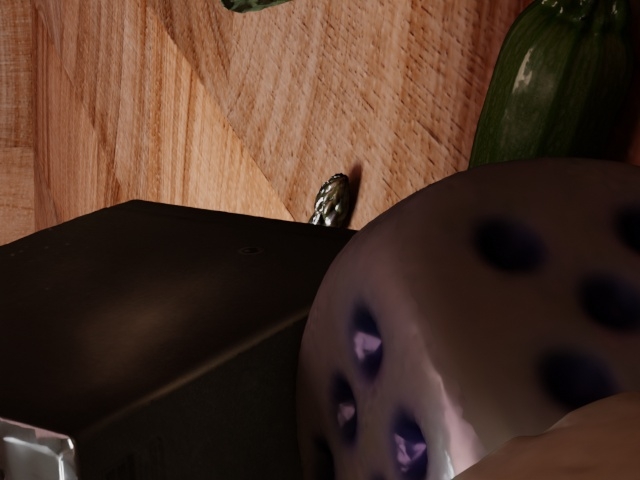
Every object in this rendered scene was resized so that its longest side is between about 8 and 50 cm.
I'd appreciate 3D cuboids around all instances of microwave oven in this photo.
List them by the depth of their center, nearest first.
[{"bbox_3d":[-0.109,0.231,0.754,0.236,0.374,0.432,8,109,31],"label":"microwave oven"}]

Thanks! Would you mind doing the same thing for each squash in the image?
[{"bbox_3d":[0.116,-0.044,0.694,0.068,0.077,0.219,52,141,43],"label":"squash"}]

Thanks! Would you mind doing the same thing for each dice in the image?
[{"bbox_3d":[0.105,0.090,0.590,0.193,0.192,0.194,106,150,-48],"label":"dice"}]

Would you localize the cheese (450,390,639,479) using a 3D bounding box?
[{"bbox_3d":[0.149,0.216,0.378,0.153,0.292,0.332,-176,69,-70],"label":"cheese"}]

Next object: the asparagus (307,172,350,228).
[{"bbox_3d":[0.001,0.000,1.088,0.165,0.030,0.036,107,175,-50],"label":"asparagus"}]

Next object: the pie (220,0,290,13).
[{"bbox_3d":[0.012,-0.262,0.721,0.105,0.257,0.274,26,135,13],"label":"pie"}]
